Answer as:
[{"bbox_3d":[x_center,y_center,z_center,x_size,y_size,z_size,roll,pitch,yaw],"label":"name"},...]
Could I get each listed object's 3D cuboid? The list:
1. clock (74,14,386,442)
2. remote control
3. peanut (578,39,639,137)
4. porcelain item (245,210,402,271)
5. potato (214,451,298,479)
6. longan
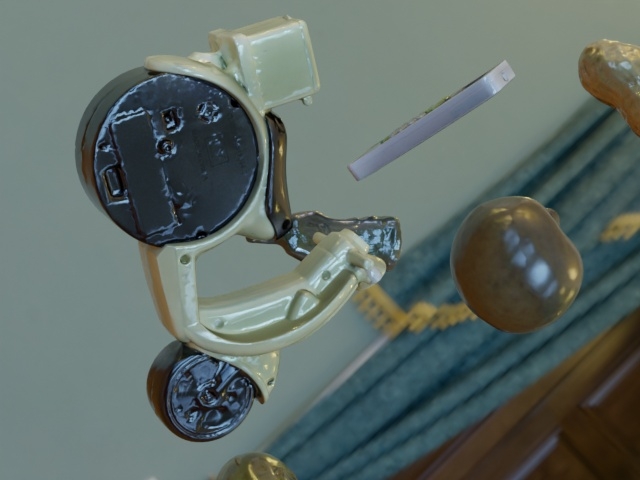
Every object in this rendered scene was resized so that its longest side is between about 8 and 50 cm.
[{"bbox_3d":[-0.080,-0.008,1.139,0.120,0.277,0.379,32,-38,60],"label":"clock"},{"bbox_3d":[0.149,-0.161,1.580,0.034,0.250,0.103,56,32,-5],"label":"remote control"},{"bbox_3d":[0.517,-0.229,1.847,0.263,0.117,0.101,52,4,29],"label":"peanut"},{"bbox_3d":[0.000,0.000,1.596,0.216,0.081,0.069,3,-4,-19],"label":"porcelain item"},{"bbox_3d":[-0.107,0.432,2.028,0.272,0.160,0.111,-153,-123,-73],"label":"potato"},{"bbox_3d":[0.418,0.051,2.502,0.297,0.297,0.297,46,-5,5],"label":"longan"}]
